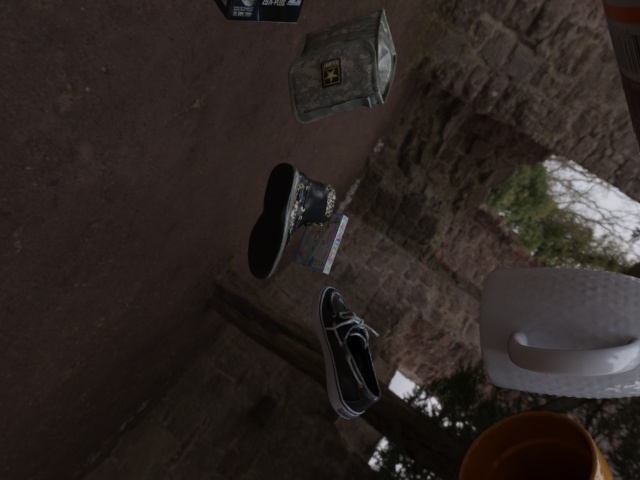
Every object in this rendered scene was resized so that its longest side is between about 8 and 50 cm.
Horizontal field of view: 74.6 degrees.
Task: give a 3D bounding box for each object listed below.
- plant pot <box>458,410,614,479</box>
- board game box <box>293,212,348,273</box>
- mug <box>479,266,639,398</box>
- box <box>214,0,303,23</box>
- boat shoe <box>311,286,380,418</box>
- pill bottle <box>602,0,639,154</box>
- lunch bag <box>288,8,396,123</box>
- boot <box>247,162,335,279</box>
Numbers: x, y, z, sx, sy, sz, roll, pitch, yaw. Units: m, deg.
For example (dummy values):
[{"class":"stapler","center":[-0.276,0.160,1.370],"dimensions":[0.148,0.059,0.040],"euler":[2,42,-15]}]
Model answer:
[{"class":"plant pot","center":[0.344,0.399,0.618],"dimensions":[0.205,0.188,0.205],"euler":[-35,-175,4]},{"class":"board game box","center":[0.000,0.000,1.088],"dimensions":[0.026,0.103,0.154],"euler":[29,80,-52]},{"class":"mug","center":[0.517,0.196,0.855],"dimensions":[0.374,0.327,0.277],"euler":[-6,91,-51]},{"class":"box","center":[-0.132,-0.482,0.760],"dimensions":[0.147,0.180,0.078],"euler":[-16,153,-33]},{"class":"boat shoe","center":[0.057,0.207,0.891],"dimensions":[0.105,0.113,0.306],"euler":[-43,-148,27]},{"class":"pill bottle","center":[0.413,-0.112,0.364],"dimensions":[0.224,0.392,0.224],"euler":[-29,-152,17]},{"class":"lunch bag","center":[0.057,-0.430,1.077],"dimensions":[0.169,0.235,0.287],"euler":[57,35,-45]},{"class":"boot","center":[-0.052,-0.031,0.891],"dimensions":[0.178,0.085,0.237],"euler":[7,100,-57]}]
